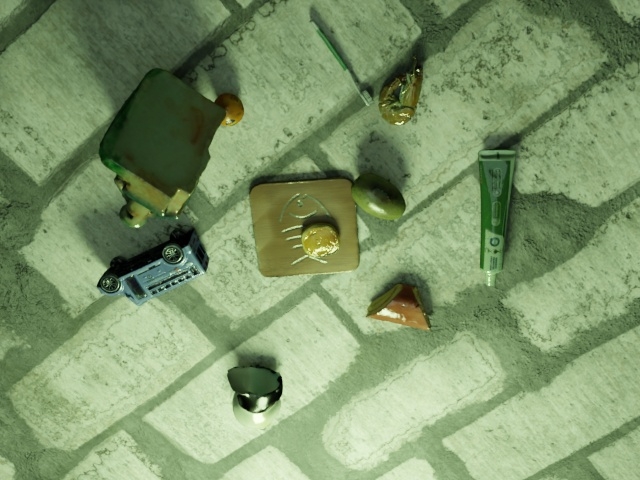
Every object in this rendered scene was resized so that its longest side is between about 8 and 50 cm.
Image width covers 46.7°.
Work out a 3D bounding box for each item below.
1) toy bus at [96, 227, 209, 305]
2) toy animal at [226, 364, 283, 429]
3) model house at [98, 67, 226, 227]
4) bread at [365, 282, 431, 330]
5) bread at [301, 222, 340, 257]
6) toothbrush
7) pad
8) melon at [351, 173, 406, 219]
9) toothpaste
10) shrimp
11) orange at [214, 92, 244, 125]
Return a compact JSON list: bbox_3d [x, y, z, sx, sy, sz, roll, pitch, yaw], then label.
[{"bbox_3d":[-0.456,0.083,2.023,0.292,0.125,0.133,-24,112,10],"label":"toy bus"},{"bbox_3d":[-0.198,0.464,2.195,0.166,0.138,0.179,17,123,15],"label":"toy animal"},{"bbox_3d":[-0.409,-0.199,1.808,0.245,0.312,0.280,31,148,-16],"label":"model house"},{"bbox_3d":[0.232,0.186,2.092,0.192,0.067,0.119,10,114,-4],"label":"bread"},{"bbox_3d":[0.000,0.000,2.016,0.110,0.024,0.110,0,114,0],"label":"bread"},{"bbox_3d":[0.053,-0.442,1.840,0.024,0.018,0.257,-35,109,12],"label":"toothbrush"},{"bbox_3d":[-0.041,-0.033,2.024,0.286,0.018,0.284,-4,115,2],"label":"pad"},{"bbox_3d":[0.154,-0.112,1.944,0.162,0.099,0.099,32,111,-16],"label":"melon"},{"bbox_3d":[0.464,-0.056,1.989,0.098,0.061,0.392,-2,111,2],"label":"toothpaste"},{"bbox_3d":[0.207,-0.377,1.864,0.099,0.041,0.180,23,114,7],"label":"shrimp"},{"bbox_3d":[-0.232,-0.328,1.862,0.083,0.083,0.083,0,114,0],"label":"orange"}]
